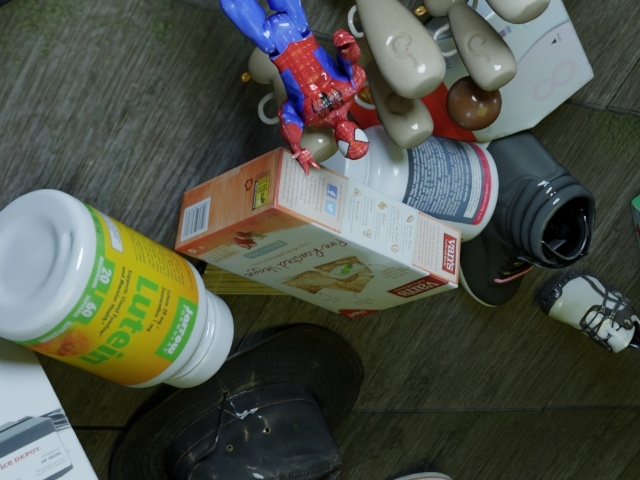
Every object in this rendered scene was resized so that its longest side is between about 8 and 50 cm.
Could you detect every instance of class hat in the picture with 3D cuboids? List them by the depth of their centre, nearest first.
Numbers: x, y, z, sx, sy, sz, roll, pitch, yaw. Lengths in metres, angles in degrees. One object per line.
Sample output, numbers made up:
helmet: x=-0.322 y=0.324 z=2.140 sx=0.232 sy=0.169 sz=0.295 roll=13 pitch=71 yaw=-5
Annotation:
hat: x=-0.067 y=0.257 z=1.519 sx=0.331 sy=0.134 sz=0.331 roll=-22 pitch=138 yaw=-21

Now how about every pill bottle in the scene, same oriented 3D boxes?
pill bottle: x=-0.190 y=0.058 z=1.210 sx=0.136 sy=0.136 sz=0.245 roll=-46 pitch=142 yaw=9
pill bottle: x=0.080 y=-0.060 z=1.331 sx=0.180 sy=0.108 sz=0.108 roll=8 pitch=123 yaw=-31

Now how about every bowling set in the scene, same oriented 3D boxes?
bowling set: x=0.081 y=-0.178 z=1.211 sx=0.287 sy=0.154 sz=0.200 roll=-32 pitch=158 yaw=9

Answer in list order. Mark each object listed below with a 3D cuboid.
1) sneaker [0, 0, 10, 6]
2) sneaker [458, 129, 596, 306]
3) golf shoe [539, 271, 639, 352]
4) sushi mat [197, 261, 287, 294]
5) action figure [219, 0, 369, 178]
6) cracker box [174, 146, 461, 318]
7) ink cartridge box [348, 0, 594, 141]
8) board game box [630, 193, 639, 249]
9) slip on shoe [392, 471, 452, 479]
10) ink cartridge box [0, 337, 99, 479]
sneaker: x=-0.338 y=-0.156 z=0.914 sx=0.322 sy=0.130 sz=0.236 roll=-26 pitch=168 yaw=-45
sneaker: x=0.234 y=0.009 z=1.503 sx=0.104 sy=0.147 sz=0.296 roll=-26 pitch=142 yaw=-19
golf shoe: x=0.377 y=0.101 z=1.758 sx=0.198 sy=0.094 sz=0.077 roll=13 pitch=121 yaw=-44
sushi mat: x=0.014 y=-0.001 z=1.415 sx=0.316 sy=0.019 sz=0.151 roll=4 pitch=127 yaw=-41
action figure: x=-0.032 y=-0.164 z=1.023 sx=0.091 sy=0.139 sz=0.280 roll=-33 pitch=116 yaw=3
cracker box: x=0.000 y=0.000 z=1.255 sx=0.232 sy=0.067 sz=0.155 roll=22 pitch=152 yaw=-35
ink cartridge box: x=0.157 y=-0.160 z=1.346 sx=0.232 sy=0.066 sz=0.189 roll=-43 pitch=142 yaw=-1
board game box: x=0.518 y=0.085 z=1.760 sx=0.046 sy=0.213 sz=0.317 roll=-35 pitch=142 yaw=-5
slip on shoe: x=0.057 y=0.434 z=1.826 sx=0.331 sy=0.101 sz=0.123 roll=-27 pitch=139 yaw=-17
ink cartridge box: x=-0.285 y=0.294 z=1.164 sx=0.166 sy=0.395 sz=0.286 roll=-14 pitch=136 yaw=-25
